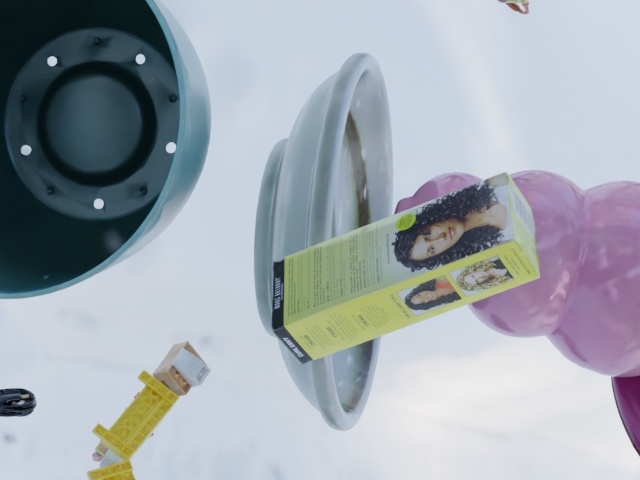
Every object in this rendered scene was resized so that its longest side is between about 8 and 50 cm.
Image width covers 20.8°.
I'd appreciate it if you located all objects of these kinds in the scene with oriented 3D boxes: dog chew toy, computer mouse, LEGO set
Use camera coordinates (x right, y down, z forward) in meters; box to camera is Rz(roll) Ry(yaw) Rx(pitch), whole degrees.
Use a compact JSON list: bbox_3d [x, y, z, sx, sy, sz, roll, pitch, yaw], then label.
[{"bbox_3d":[0.236,0.020,1.817,0.206,0.332,0.206,-166,-90,-87],"label":"dog chew toy"},{"bbox_3d":[-0.375,0.169,1.737,0.242,0.071,0.041,-12,118,-55],"label":"computer mouse"},{"bbox_3d":[-0.184,0.240,1.753,0.132,0.107,0.287,9,55,-20],"label":"LEGO set"}]

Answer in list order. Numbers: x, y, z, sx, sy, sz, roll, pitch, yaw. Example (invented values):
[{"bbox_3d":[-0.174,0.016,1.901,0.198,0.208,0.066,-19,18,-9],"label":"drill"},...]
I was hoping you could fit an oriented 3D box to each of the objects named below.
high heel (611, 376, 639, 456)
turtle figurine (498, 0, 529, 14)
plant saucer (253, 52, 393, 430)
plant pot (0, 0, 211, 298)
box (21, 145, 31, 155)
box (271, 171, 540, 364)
[{"bbox_3d":[0.467,0.226,1.806,0.377,0.181,0.127,43,57,12],"label":"high heel"},{"bbox_3d":[0.135,-0.340,2.034,0.269,0.087,0.217,31,-13,-1],"label":"turtle figurine"},{"bbox_3d":[0.000,0.000,1.858,0.400,0.100,0.400,3,90,-79],"label":"plant saucer"},{"bbox_3d":[-0.223,-0.104,1.472,0.235,0.293,0.293,-9,79,-78],"label":"plant pot"},{"bbox_3d":[-0.416,-0.013,1.875,0.058,0.232,0.322,56,2,-7],"label":"box"},{"bbox_3d":[0.070,0.025,1.505,0.058,0.232,0.087,51,26,-39],"label":"box"}]
